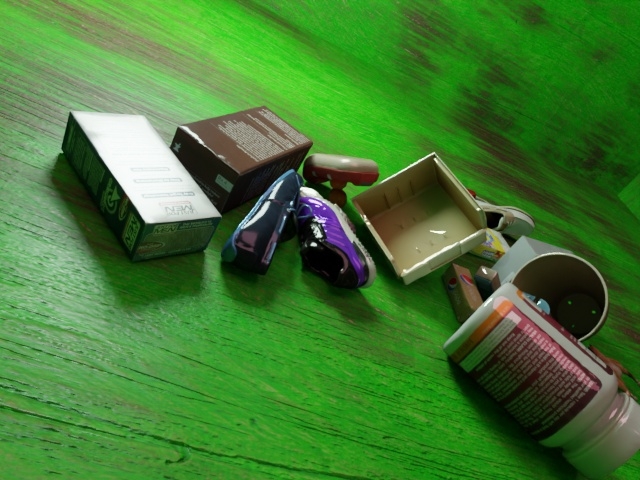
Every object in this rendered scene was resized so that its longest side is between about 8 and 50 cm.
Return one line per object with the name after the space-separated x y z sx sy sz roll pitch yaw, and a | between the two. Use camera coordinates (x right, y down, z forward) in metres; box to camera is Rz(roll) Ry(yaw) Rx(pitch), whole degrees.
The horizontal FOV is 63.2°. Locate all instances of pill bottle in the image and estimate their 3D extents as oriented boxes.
0.486 0.300 1.140 0.392 0.224 0.224 45 34 18 | pill bottle

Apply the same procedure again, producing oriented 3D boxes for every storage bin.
0.261 -0.056 1.381 0.260 0.262 0.123 62 1 38 | storage bin

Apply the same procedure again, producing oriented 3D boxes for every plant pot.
0.715 0.191 1.506 0.274 0.256 0.256 23 29 -49 | plant pot

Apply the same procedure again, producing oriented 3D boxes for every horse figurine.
0.827 0.397 1.457 0.174 0.066 0.263 46 31 11 | horse figurine

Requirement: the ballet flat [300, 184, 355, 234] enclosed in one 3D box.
0.002 -0.083 1.369 0.222 0.079 0.076 33 57 2 | ballet flat

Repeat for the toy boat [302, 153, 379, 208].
0.049 -0.164 1.474 0.151 0.151 0.231 -4 15 -43 | toy boat

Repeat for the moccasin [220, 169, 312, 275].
-0.108 -0.035 1.194 0.117 0.137 0.342 35 46 -5 | moccasin

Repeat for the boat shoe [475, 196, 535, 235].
0.649 -0.071 1.907 0.303 0.113 0.103 16 35 -7 | boat shoe

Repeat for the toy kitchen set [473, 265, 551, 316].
0.487 0.194 1.387 0.207 0.122 0.166 23 64 42 | toy kitchen set

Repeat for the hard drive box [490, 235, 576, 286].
0.664 0.099 1.611 0.232 0.181 0.089 14 38 -27 | hard drive box

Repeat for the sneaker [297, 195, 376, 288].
0.001 0.000 1.238 0.146 0.102 0.293 -8 49 -46 | sneaker

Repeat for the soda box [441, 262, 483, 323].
0.391 0.148 1.421 0.061 0.058 0.181 21 33 -19 | soda box

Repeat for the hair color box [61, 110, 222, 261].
-0.375 -0.121 1.072 0.174 0.105 0.347 -10 51 -47 | hair color box

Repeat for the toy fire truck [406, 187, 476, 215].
0.320 -0.090 1.618 0.254 0.169 0.302 21 24 29 | toy fire truck

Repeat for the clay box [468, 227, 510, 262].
0.541 0.001 1.753 0.222 0.053 0.127 16 36 -27 | clay box

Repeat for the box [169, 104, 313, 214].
-0.196 -0.218 1.334 0.191 0.143 0.381 39 30 9 | box
